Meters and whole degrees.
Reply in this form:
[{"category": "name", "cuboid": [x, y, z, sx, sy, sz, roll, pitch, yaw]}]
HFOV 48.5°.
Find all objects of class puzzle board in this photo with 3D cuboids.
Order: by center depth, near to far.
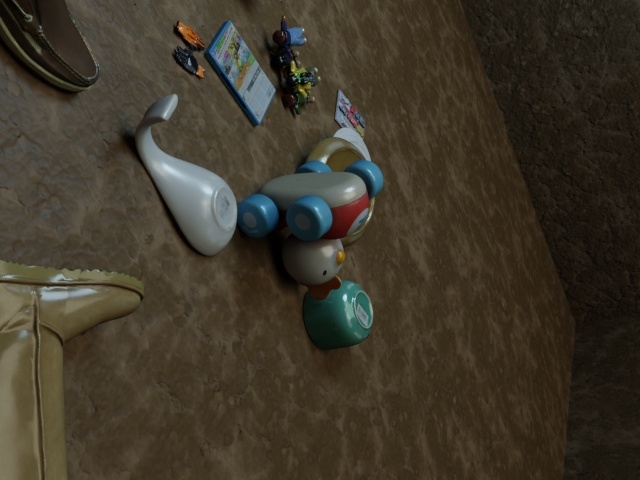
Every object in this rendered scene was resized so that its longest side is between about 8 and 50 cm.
[{"category": "puzzle board", "cuboid": [0.073, -0.289, 1.710, 0.128, 0.011, 0.096, 44, 42, -43]}]

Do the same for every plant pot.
[{"category": "plant pot", "cuboid": [0.048, -0.101, 1.494, 0.236, 0.032, 0.236, 0, 90, -50]}]

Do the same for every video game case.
[{"category": "video game case", "cuboid": [-0.146, -0.313, 1.331, 0.166, 0.015, 0.119, 55, 36, -33]}]

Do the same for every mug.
[{"category": "mug", "cuboid": [0.048, 0.140, 1.380, 0.158, 0.098, 0.129, -5, 82, -61]}]

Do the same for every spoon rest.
[{"category": "spoon rest", "cuboid": [-0.203, -0.093, 1.087, 0.137, 0.084, 0.276, -73, 152, -42]}]

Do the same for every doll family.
[{"category": "doll family", "cuboid": [-0.057, -0.359, 1.457, 0.111, 0.076, 0.192, -30, 98, -56]}]

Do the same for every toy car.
[{"category": "toy car", "cuboid": [0.000, 0.000, 1.278, 0.219, 0.211, 0.237, -38, 124, -48]}]

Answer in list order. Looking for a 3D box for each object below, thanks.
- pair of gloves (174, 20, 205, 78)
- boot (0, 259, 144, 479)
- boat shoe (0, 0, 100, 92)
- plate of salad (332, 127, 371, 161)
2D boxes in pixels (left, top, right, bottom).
[{"category": "pair of gloves", "cuboid": [-0.222, -0.324, 1.208, 0.074, 0.010, 0.083, 31, 54, -54]}, {"category": "boot", "cuboid": [-0.296, 0.168, 0.785, 0.236, 0.089, 0.269, 10, 68, -48]}, {"category": "boat shoe", "cuboid": [-0.354, -0.292, 0.872, 0.257, 0.095, 0.095, 49, 38, -39]}, {"category": "plate of salad", "cuboid": [0.061, -0.151, 1.587, 0.200, 0.048, 0.199, 9, 79, -56]}]
